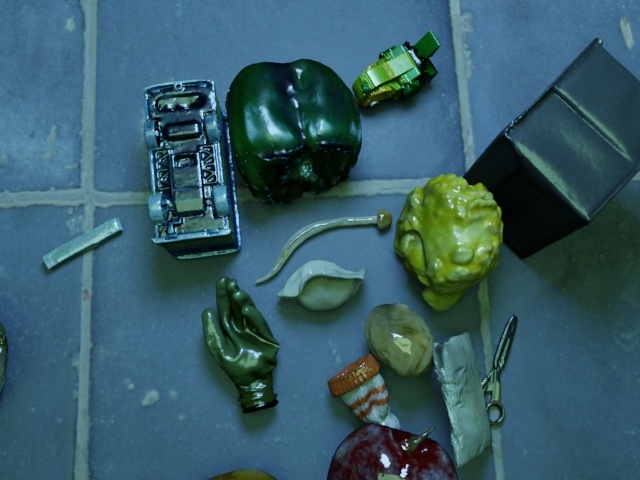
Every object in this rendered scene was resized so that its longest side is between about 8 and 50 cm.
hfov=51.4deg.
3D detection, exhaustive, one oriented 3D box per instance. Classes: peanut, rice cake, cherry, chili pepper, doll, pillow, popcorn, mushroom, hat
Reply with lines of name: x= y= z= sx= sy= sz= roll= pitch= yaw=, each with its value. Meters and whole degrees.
peanut: x=0.152 y=0.190 z=1.255 sx=0.140 sy=0.159 sz=0.109 roll=12 pitch=118 yaw=-13
rice cake: x=-0.479 y=0.007 z=1.345 sx=0.170 sy=0.029 sz=0.033 roll=-28 pitch=83 yaw=-7
cherry: x=0.118 y=0.452 z=1.170 sx=0.230 sy=0.203 sz=0.300 roll=19 pitch=95 yaw=-2
chili pepper: x=-0.062 y=-0.218 z=1.305 sx=0.248 sy=0.233 sz=0.257 roll=-6 pitch=69 yaw=-18
doll: x=0.152 y=-0.342 z=1.370 sx=0.186 sy=0.134 sz=0.106 roll=-29 pitch=82 yaw=0
pillow: x=0.264 y=0.287 z=1.224 sx=0.050 sy=0.148 sz=0.230 roll=-10 pitch=88 yaw=40
popcorn: x=0.250 y=0.004 z=1.263 sx=0.192 sy=0.233 sz=0.266 roll=-7 pitch=116 yaw=-27
mushroom: x=0.000 y=-0.002 z=1.350 sx=0.306 sy=0.043 sz=0.068 roll=-22 pitch=54 yaw=-3
hat: x=0.097 y=0.305 z=1.261 sx=0.112 sy=0.093 sz=0.162 roll=-33 pitch=86 yaw=16

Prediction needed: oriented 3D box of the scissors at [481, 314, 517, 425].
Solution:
scissors: x=0.348 y=0.249 z=1.310 sx=0.088 sy=0.017 sz=0.220 roll=22 pitch=78 yaw=4

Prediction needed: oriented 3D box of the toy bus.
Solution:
toy bus: x=-0.249 y=-0.133 z=1.293 sx=0.152 sy=0.190 sz=0.312 roll=-8 pitch=79 yaw=-1

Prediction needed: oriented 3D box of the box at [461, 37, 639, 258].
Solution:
box: x=0.433 y=-0.149 z=1.228 sx=0.251 sy=0.345 sz=0.204 roll=-44 pitch=83 yaw=-10

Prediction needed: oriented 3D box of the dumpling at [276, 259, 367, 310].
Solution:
dumpling: x=0.000 y=0.084 z=1.280 sx=0.169 sy=0.134 sz=0.100 roll=9 pitch=79 yaw=4

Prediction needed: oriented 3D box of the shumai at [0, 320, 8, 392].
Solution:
shumai: x=-0.744 y=0.189 z=1.172 sx=0.329 sy=0.288 sz=0.292 roll=14 pitch=80 yaw=1

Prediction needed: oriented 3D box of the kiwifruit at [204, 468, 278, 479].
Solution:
kiwifruit: x=-0.153 y=0.505 z=1.165 sx=0.234 sy=0.196 sz=0.196 roll=-26 pitch=80 yaw=-4

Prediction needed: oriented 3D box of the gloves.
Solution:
gloves: x=-0.148 y=0.198 z=1.271 sx=0.135 sy=0.107 sz=0.268 roll=-14 pitch=96 yaw=-8
